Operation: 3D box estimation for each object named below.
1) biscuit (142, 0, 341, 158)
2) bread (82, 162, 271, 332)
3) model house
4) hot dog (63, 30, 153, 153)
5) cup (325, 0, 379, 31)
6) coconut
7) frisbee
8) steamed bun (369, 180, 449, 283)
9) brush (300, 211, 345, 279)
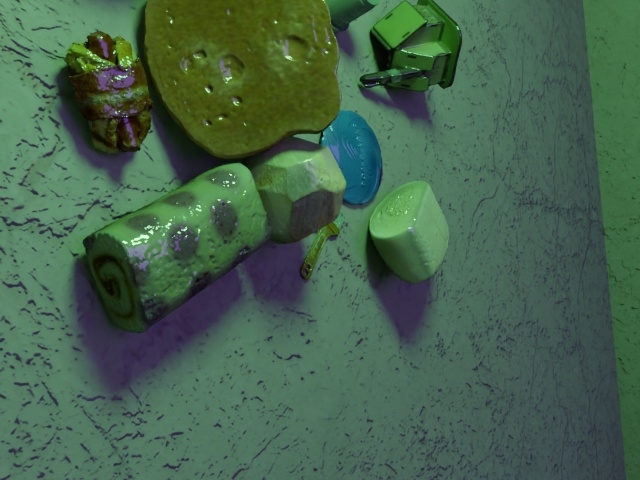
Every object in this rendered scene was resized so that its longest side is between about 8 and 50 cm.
[{"bbox_3d":[-0.150,-0.357,1.389,0.365,0.062,0.385,-16,93,-4],"label":"biscuit"},{"bbox_3d":[-0.243,0.002,1.310,0.338,0.155,0.187,-38,116,-45],"label":"bread"},{"bbox_3d":[0.200,-0.507,1.938,0.279,0.218,0.204,-17,141,-18],"label":"model house"},{"bbox_3d":[-0.358,-0.256,1.265,0.146,0.103,0.213,-34,110,-47],"label":"hot dog"},{"bbox_3d":[0.067,-0.583,1.773,0.120,0.141,0.120,12,73,-45],"label":"cup"},{"bbox_3d":[-0.062,-0.117,1.490,0.197,0.237,0.236,-39,113,-46],"label":"coconut"},{"bbox_3d":[0.088,-0.209,1.808,0.242,0.045,0.242,8,79,-47],"label":"frisbee"},{"bbox_3d":[0.224,-0.015,1.843,0.200,0.155,0.250,59,39,-27],"label":"steamed bun"},{"bbox_3d":[0.000,0.000,1.694,0.082,0.010,0.218,49,51,-32],"label":"brush"}]
